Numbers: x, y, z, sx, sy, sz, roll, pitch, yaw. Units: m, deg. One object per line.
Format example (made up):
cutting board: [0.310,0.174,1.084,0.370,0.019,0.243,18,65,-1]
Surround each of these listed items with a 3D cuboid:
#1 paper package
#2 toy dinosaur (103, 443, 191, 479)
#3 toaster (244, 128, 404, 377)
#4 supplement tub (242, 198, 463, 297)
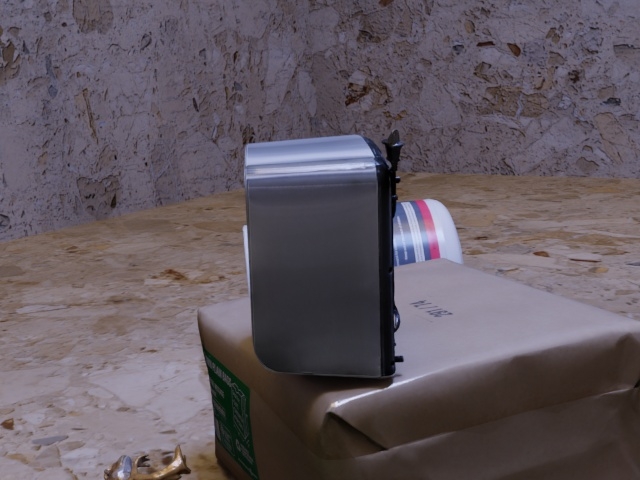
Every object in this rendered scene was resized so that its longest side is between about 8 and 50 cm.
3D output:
paper package: [0.079,0.141,0.881,0.310,0.168,0.325,-9,13,-23]
toy dinosaur: [-0.162,0.233,0.836,0.112,0.064,0.211,-23,3,-2]
toaster: [0.000,0.000,0.746,0.110,0.185,0.168,-3,13,-4]
supplement tub: [0.040,0.050,1.290,0.272,0.191,0.191,-5,11,-4]
